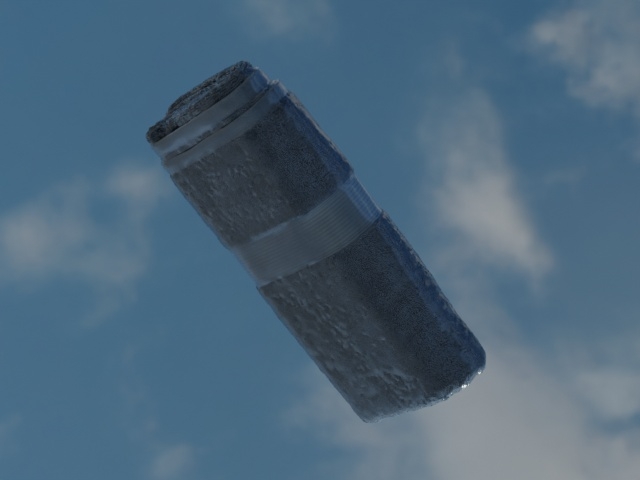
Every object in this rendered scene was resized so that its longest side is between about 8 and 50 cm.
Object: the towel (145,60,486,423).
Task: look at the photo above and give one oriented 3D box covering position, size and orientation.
[{"bbox_3d":[0.000,0.000,0.583,0.119,0.029,0.067,53,-29,-9],"label":"towel"}]
